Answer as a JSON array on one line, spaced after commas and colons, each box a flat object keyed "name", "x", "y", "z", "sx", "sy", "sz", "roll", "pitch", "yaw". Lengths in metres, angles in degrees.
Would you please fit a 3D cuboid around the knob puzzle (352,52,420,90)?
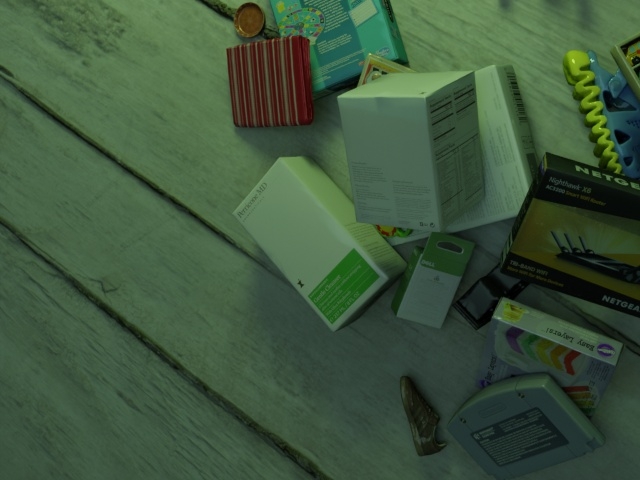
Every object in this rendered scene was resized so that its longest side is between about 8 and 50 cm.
[{"name": "knob puzzle", "x": 0.146, "y": -0.281, "z": 1.615, "sx": 0.213, "sy": 0.030, "sz": 0.213, "roll": 13, "pitch": 116, "yaw": 28}]

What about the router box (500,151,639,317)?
[{"name": "router box", "x": 0.531, "y": -0.005, "z": 1.435, "sx": 0.309, "sy": 0.081, "sz": 0.243, "roll": 17, "pitch": 121, "yaw": 4}]

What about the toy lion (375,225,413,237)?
[{"name": "toy lion", "x": 0.164, "y": -0.042, "z": 1.679, "sx": 0.100, "sy": 0.034, "sz": 0.096, "roll": 43, "pitch": 133, "yaw": 26}]

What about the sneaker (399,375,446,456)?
[{"name": "sneaker", "x": 0.232, "y": 0.392, "z": 1.707, "sx": 0.071, "sy": 0.066, "sz": 0.188, "roll": -15, "pitch": 94, "yaw": 8}]

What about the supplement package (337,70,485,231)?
[{"name": "supplement package", "x": 0.185, "y": -0.181, "z": 1.482, "sx": 0.199, "sy": 0.198, "sz": 0.262, "roll": 8, "pitch": 119, "yaw": 38}]

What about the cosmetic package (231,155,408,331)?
[{"name": "cosmetic package", "x": 0.000, "y": 0.000, "z": 1.714, "sx": 0.365, "sy": 0.155, "sz": 0.197, "roll": 47, "pitch": 114, "yaw": 12}]

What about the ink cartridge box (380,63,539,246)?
[{"name": "ink cartridge box", "x": 0.272, "y": -0.170, "z": 1.635, "sx": 0.385, "sy": 0.091, "sz": 0.308, "roll": -16, "pitch": 89, "yaw": 41}]

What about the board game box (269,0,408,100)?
[{"name": "board game box", "x": 0.026, "y": -0.516, "z": 1.692, "sx": 0.254, "sy": 0.079, "sz": 0.336, "roll": -17, "pitch": 88, "yaw": 25}]

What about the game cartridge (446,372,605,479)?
[{"name": "game cartridge", "x": 0.406, "y": 0.383, "z": 1.550, "sx": 0.198, "sy": 0.062, "sz": 0.297, "roll": 51, "pitch": 136, "yaw": 2}]

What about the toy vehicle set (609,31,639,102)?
[{"name": "toy vehicle set", "x": 0.694, "y": -0.347, "z": 1.382, "sx": 0.267, "sy": 0.035, "sz": 0.166, "roll": -29, "pitch": 83, "yaw": 2}]

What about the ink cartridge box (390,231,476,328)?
[{"name": "ink cartridge box", "x": 0.243, "y": 0.078, "z": 1.637, "sx": 0.109, "sy": 0.062, "sz": 0.209, "roll": 17, "pitch": 105, "yaw": -12}]

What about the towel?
[{"name": "towel", "x": -0.119, "y": -0.362, "z": 1.742, "sx": 0.275, "sy": 0.031, "sz": 0.199, "roll": 7, "pitch": 106, "yaw": 46}]

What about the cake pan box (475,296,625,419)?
[{"name": "cake pan box", "x": 0.449, "y": 0.256, "z": 1.517, "sx": 0.246, "sy": 0.070, "sz": 0.267, "roll": 24, "pitch": 142, "yaw": 20}]

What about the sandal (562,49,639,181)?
[{"name": "sandal", "x": 0.583, "y": -0.235, "z": 1.453, "sx": 0.138, "sy": 0.126, "sz": 0.317, "roll": -18, "pitch": 91, "yaw": 10}]

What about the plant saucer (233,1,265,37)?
[{"name": "plant saucer", "x": -0.170, "y": -0.532, "z": 1.814, "sx": 0.083, "sy": 0.013, "sz": 0.083, "roll": 2, "pitch": 95, "yaw": 25}]

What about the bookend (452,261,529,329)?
[{"name": "bookend", "x": 0.369, "y": 0.096, "z": 1.556, "sx": 0.072, "sy": 0.156, "sz": 0.157, "roll": 47, "pitch": 110, "yaw": 16}]
